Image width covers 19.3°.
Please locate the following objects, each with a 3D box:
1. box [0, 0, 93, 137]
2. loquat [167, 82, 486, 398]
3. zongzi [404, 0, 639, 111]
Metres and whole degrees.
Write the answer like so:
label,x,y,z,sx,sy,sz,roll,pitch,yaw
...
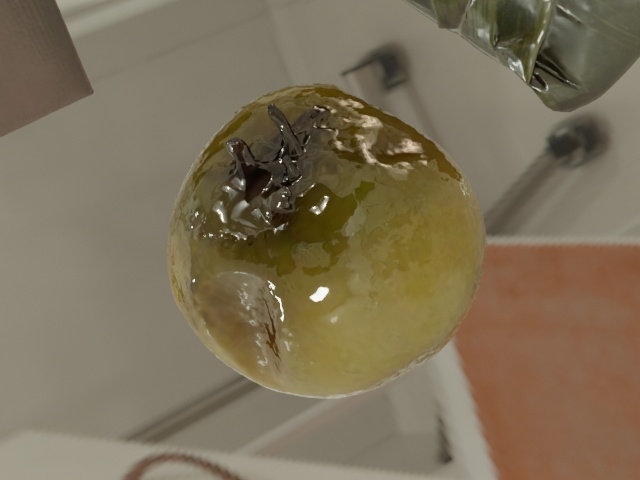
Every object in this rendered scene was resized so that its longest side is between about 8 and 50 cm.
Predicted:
label,x,y,z,sx,sy,sz,roll,pitch,yaw
box,-0.257,-0.133,0.964,0.086,0.215,0.215,42,156,58
loquat,0.002,0.004,1.215,0.213,0.213,0.213,28,130,38
zongzi,0.114,-0.257,1.403,0.317,0.289,0.154,29,116,-4
